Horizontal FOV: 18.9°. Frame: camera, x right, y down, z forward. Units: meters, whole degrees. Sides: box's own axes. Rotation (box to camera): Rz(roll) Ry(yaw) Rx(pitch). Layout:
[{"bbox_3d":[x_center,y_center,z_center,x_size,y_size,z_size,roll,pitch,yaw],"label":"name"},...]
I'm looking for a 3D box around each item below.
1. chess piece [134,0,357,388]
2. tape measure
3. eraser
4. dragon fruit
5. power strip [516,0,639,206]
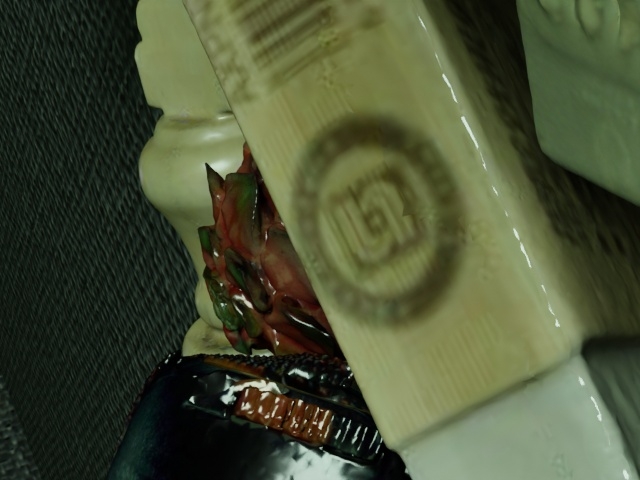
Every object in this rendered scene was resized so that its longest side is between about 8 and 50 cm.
[{"bbox_3d":[-0.025,0.053,1.002,0.117,0.117,0.397,-149,43,-64],"label":"chess piece"},{"bbox_3d":[0.020,0.120,0.768,0.202,0.222,0.135,45,-114,-81],"label":"tape measure"},{"bbox_3d":[0.037,-0.045,0.642,0.144,0.078,0.343,2,-118,-61],"label":"eraser"},{"bbox_3d":[0.002,-0.004,0.852,0.130,0.121,0.142,42,141,-16],"label":"dragon fruit"},{"bbox_3d":[0.092,-0.121,0.513,0.105,0.070,0.257,39,146,60],"label":"power strip"}]
